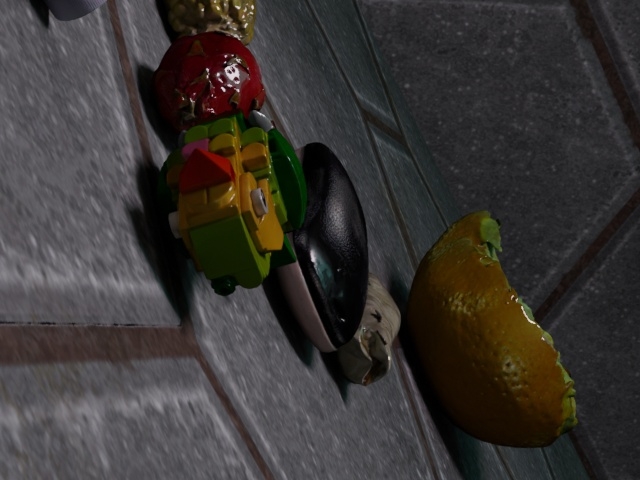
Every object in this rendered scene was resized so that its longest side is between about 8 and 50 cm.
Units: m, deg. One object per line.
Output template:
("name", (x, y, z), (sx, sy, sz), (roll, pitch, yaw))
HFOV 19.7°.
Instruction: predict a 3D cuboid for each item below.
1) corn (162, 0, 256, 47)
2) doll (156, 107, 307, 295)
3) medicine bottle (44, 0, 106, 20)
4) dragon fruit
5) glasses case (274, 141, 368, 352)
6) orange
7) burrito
("corn", (-0.117, -0.269, 1.773), (0.086, 0.086, 0.288), (58, 11, -40))
("doll", (-0.064, -0.023, 1.355), (0.186, 0.106, 0.134), (-68, 144, -78))
("medicine bottle", (-0.191, -0.212, 1.267), (0.118, 0.055, 0.074), (58, 11, -35))
("dragon fruit", (-0.093, -0.134, 1.545), (0.190, 0.094, 0.094), (-91, 156, -80))
("glasses case", (0.000, 0.000, 1.743), (0.314, 0.075, 0.122), (-86, 154, -67))
("orange", (0.208, 0.114, 2.301), (0.334, 0.196, 0.262), (-91, 170, -58))
("burrito", (0.042, 0.089, 1.820), (0.087, 0.060, 0.226), (60, 9, -8))
